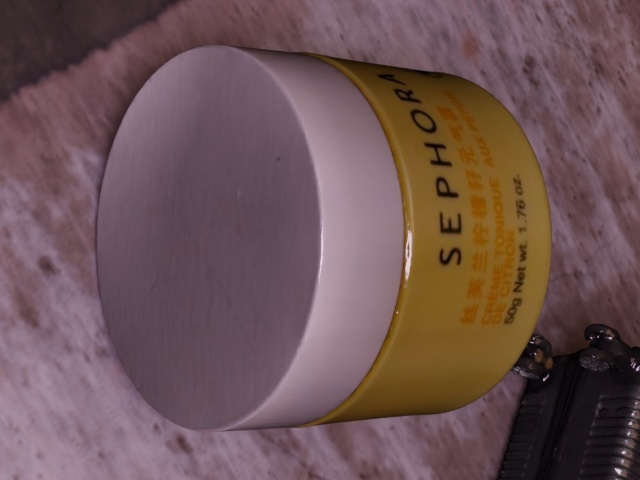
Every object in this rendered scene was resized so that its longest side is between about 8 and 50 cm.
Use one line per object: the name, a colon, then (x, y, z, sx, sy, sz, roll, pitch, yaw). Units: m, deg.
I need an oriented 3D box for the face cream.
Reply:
face cream: (0.000, 0.000, 0.901, 0.179, 0.218, 0.218, 1, 81, -40)

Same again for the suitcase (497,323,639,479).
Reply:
suitcase: (0.249, 0.210, 1.122, 0.312, 0.128, 0.202, 35, 61, -29)
